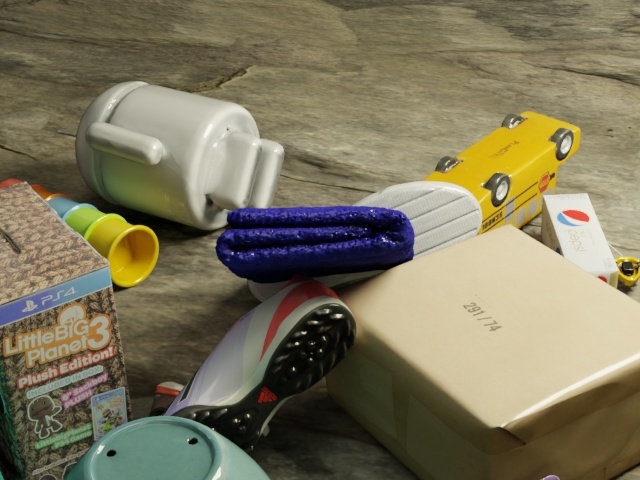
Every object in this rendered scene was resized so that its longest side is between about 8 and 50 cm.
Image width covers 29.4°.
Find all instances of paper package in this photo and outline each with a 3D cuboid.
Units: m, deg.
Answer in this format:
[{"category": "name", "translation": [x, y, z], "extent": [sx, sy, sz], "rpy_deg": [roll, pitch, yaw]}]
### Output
[{"category": "paper package", "translation": [0.213, 0.149, 1.451], "extent": [0.309, 0.168, 0.325], "rpy_deg": [-21, 36, -27]}]

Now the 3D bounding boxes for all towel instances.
[{"category": "towel", "translation": [0.000, 0.000, 1.487], "extent": [0.227, 0.076, 0.308], "rpy_deg": [-7, -5, 3]}]

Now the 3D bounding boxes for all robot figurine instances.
[{"category": "robot figurine", "translation": [-0.235, -0.135, 1.902], "extent": [0.353, 0.200, 0.300], "rpy_deg": [16, -1, 27]}]

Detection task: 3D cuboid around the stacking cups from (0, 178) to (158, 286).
[{"category": "stacking cups", "translation": [-0.377, -0.025, 1.849], "extent": [0.096, 0.096, 0.316], "rpy_deg": [-29, 38, -36]}]

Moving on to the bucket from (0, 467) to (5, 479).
[{"category": "bucket", "translation": [-0.417, 0.250, 1.221], "extent": [0.183, 0.281, 0.281], "rpy_deg": [-18, 35, -15]}]

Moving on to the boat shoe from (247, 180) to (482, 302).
[{"category": "boat shoe", "translation": [0.056, -0.006, 1.701], "extent": [0.335, 0.121, 0.119], "rpy_deg": [-16, 9, 2]}]

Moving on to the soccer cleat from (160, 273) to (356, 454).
[{"category": "soccer cleat", "translation": [-0.101, 0.167, 1.416], "extent": [0.318, 0.108, 0.116], "rpy_deg": [-43, 35, -1]}]

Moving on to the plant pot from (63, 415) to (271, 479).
[{"category": "plant pot", "translation": [-0.156, 0.292, 1.219], "extent": [0.290, 0.195, 0.290], "rpy_deg": [-2, 31, 1]}]

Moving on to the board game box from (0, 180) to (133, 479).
[{"category": "board game box", "translation": [-0.338, 0.120, 1.416], "extent": [0.141, 0.291, 0.232], "rpy_deg": [-21, 36, -28]}]

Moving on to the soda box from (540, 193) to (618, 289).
[{"category": "soda box", "translation": [0.366, 0.016, 1.740], "extent": [0.069, 0.074, 0.216], "rpy_deg": [-2, 32, 1]}]

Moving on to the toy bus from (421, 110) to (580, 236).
[{"category": "toy bus", "translation": [0.265, -0.080, 1.847], "extent": [0.108, 0.130, 0.332], "rpy_deg": [22, 39, 35]}]

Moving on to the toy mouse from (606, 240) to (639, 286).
[{"category": "toy mouse", "translation": [0.486, 0.052, 1.714], "extent": [0.143, 0.031, 0.161], "rpy_deg": [-2, 32, 1]}]

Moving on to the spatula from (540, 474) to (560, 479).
[{"category": "spatula", "translation": [0.129, 0.331, 1.269], "extent": [0.296, 0.084, 0.030], "rpy_deg": [-18, 13, -11]}]

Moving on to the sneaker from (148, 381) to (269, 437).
[{"category": "sneaker", "translation": [-0.137, 0.223, 1.476], "extent": [0.158, 0.061, 0.065], "rpy_deg": [12, 62, 24]}]
